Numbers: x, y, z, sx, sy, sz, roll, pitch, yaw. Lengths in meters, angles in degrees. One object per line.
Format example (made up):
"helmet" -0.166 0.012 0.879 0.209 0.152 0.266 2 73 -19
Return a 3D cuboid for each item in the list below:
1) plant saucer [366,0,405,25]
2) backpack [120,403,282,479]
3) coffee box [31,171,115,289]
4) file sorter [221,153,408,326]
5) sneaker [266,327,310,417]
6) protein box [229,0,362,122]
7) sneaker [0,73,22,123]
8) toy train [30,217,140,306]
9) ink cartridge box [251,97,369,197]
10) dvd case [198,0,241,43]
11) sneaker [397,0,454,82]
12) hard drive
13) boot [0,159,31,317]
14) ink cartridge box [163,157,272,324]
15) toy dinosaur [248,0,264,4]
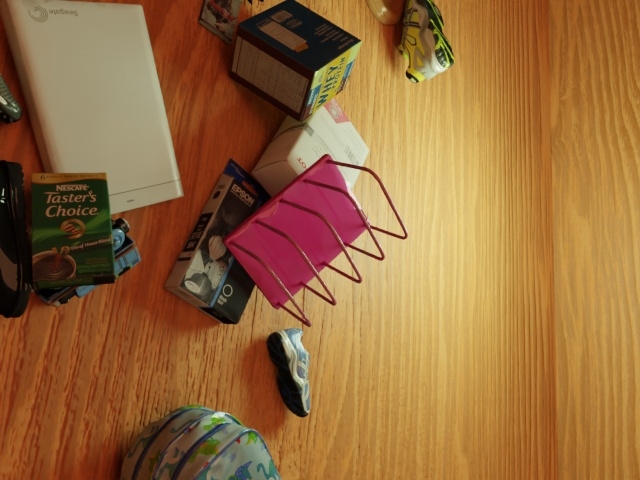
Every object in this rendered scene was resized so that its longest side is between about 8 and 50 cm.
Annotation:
"plant saucer" 0.204 -0.776 1.647 0.200 0.037 0.199 8 79 -47
"backpack" -0.192 0.464 0.938 0.290 0.273 0.355 -30 94 -38
"coffee box" -0.377 -0.019 0.803 0.113 0.040 0.184 -3 63 -22
"file sorter" 0.000 0.000 1.061 0.291 0.182 0.202 -42 120 -15
"sneaker" -0.052 0.299 1.203 0.081 0.080 0.211 -18 100 -43
"protein box" -0.055 -0.405 1.179 0.201 0.136 0.200 35 50 9
"sneaker" -0.519 -0.286 0.780 0.234 0.078 0.106 52 54 -27
"toy train" -0.387 0.037 0.866 0.184 0.080 0.105 -43 151 -32
"ink cartridge box" -0.015 -0.190 1.257 0.207 0.117 0.282 52 44 -30
"dvd case" -0.222 -0.510 1.174 0.087 0.013 0.119 26 67 -42
"sneaker" 0.306 -0.668 1.681 0.145 0.147 0.384 29 47 -38
"hard drive" -0.379 -0.225 0.918 0.233 0.047 0.352 -23 107 -46
"boot" -0.524 -0.007 0.726 0.207 0.094 0.246 0 81 -49
"ink cartridge box" -0.183 -0.006 1.117 0.165 0.065 0.332 40 57 -36
"toy dinosaur" -0.141 -0.681 1.215 0.322 0.164 0.218 9 58 -8
